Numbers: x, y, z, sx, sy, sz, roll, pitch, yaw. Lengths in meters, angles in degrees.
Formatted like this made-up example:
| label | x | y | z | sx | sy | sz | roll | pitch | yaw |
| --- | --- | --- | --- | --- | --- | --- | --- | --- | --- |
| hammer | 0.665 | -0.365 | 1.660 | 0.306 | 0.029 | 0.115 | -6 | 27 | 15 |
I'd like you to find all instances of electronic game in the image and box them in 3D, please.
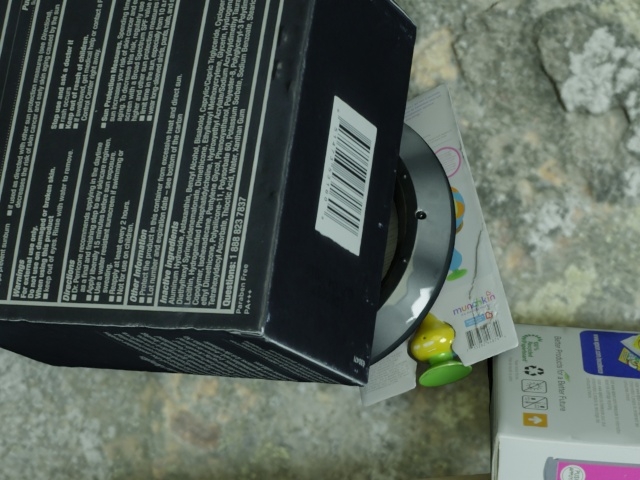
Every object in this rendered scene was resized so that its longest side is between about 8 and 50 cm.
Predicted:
| label | x | y | z | sx | sy | sz | roll | pitch | yaw |
| --- | --- | --- | --- | --- | --- | --- | --- | --- | --- |
| electronic game | 0.000 | 0.000 | 1.374 | 0.229 | 0.048 | 0.229 | -9 | 69 | 25 |

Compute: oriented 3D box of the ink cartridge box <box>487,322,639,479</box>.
| label | x | y | z | sx | sy | sz | roll | pitch | yaw |
| --- | --- | --- | --- | --- | --- | --- | --- | --- | --- |
| ink cartridge box | 0.311 | 0.135 | 1.294 | 0.371 | 0.176 | 0.069 | 2 | 115 | 5 |

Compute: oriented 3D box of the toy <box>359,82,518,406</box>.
| label | x | y | z | sx | sy | sz | roll | pitch | yaw |
| --- | --- | --- | --- | --- | --- | --- | --- | --- | --- |
| toy | 0.078 | 0.008 | 1.385 | 0.137 | 0.056 | 0.237 | -24 | 58 | 22 |

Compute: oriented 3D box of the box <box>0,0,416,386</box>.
| label | x | y | z | sx | sy | sz | roll | pitch | yaw |
| --- | --- | --- | --- | --- | --- | --- | --- | --- | --- |
| box | -0.107 | -0.056 | 1.312 | 0.294 | 0.183 | 0.296 | 2 | 75 | 27 |

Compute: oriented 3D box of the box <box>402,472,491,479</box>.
| label | x | y | z | sx | sy | sz | roll | pitch | yaw |
| --- | --- | --- | --- | --- | --- | --- | --- | --- | --- |
| box | 0.002 | 0.267 | 1.273 | 0.311 | 0.121 | 0.148 | -3 | 108 | 1 |
